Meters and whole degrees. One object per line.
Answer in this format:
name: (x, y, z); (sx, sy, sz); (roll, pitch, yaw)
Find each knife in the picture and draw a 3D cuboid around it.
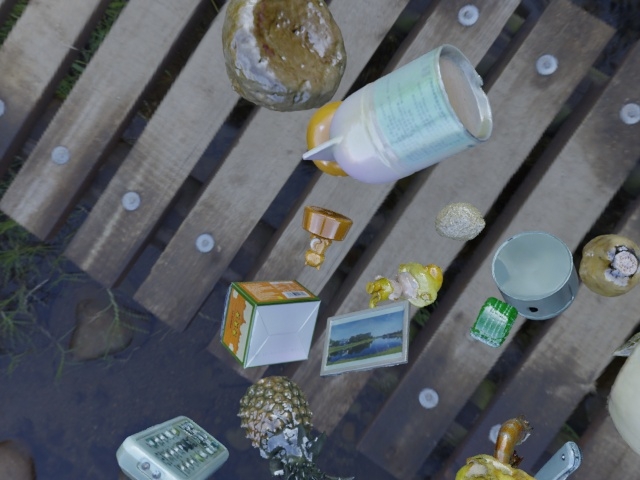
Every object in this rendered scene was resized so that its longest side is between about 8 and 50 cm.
knife: (0.340, 0.356, 0.942); (0.023, 0.044, 0.162); (11, 131, -7)

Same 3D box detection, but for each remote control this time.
remote control: (-0.245, 0.372, 1.091); (0.128, 0.335, 0.065); (33, 84, 8)

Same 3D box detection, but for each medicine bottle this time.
medicine bottle: (0.170, -0.265, 1.503); (0.406, 0.236, 0.235); (-22, 97, 37)

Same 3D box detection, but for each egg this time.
egg: (0.396, -0.051, 1.810); (0.140, 0.118, 0.116); (-8, 113, 14)

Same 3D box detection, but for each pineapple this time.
pineapple: (-0.043, 0.305, 0.931); (0.125, 0.251, 0.125); (-10, 117, -21)

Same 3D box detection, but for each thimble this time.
thimble: (0.450, 0.213, 1.653); (0.090, 0.118, 0.130); (28, 57, 20)

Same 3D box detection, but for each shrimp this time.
shrimp: (0.483, 0.506, 1.586); (0.068, 0.249, 0.150); (13, 106, 34)

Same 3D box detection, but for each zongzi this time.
zongzi: (0.682, 0.249, 1.365); (0.083, 0.040, 0.076); (-37, 78, -4)

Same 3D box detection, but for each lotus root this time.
lotus root: (0.595, 0.052, 1.313); (0.118, 0.221, 0.125); (27, 91, 10)

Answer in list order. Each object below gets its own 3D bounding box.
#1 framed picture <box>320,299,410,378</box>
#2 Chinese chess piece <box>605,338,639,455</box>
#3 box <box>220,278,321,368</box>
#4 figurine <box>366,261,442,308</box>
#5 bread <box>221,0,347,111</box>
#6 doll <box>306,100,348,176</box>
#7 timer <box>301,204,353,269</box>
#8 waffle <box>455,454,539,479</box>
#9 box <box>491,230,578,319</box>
framed picture: (0.070, 0.154, 0.992); (0.149, 0.109, 0.011); (-17, 135, 28)
Chinese chess piece: (0.450, 0.142, 0.719); (0.270, 0.270, 0.112); (-55, 48, 9)
box: (-0.130, 0.205, 1.627); (0.195, 0.148, 0.177); (-2, 113, -36)
figurine: (0.243, 0.132, 1.801); (0.246, 0.156, 0.131); (-6, 135, -28)
bread: (-0.067, -0.319, 1.067); (0.230, 0.123, 0.230); (6, 79, -36)
doll: (0.057, -0.291, 1.817); (0.214, 0.236, 0.213); (-1, 103, -3)
timer: (0.000, 0.000, 1.645); (0.132, 0.132, 0.152); (18, 100, 0)
waffle: (0.179, 0.217, 0.462); (0.149, 0.194, 0.051); (27, 87, -14)
box: (0.634, 0.105, 1.877); (0.226, 0.226, 0.149); (-34, 139, 7)
